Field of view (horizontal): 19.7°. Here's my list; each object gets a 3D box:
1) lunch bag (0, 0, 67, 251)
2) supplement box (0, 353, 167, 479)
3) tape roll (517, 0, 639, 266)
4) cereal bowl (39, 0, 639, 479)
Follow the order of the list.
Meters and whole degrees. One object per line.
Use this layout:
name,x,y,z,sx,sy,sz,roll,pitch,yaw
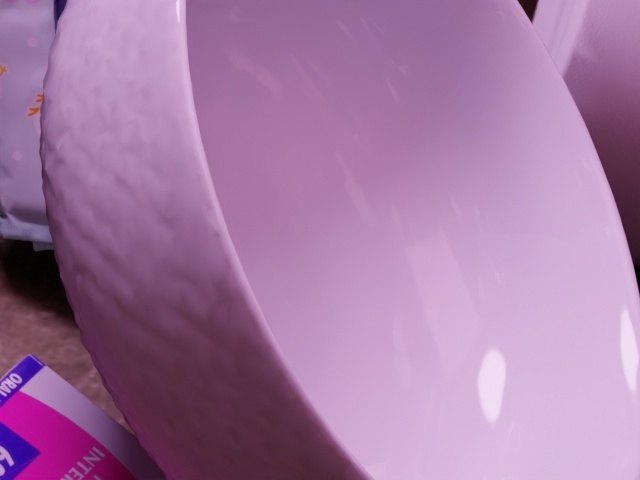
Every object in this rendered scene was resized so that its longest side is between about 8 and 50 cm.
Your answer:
lunch bag,-0.057,-0.121,0.962,0.262,0.223,0.160,-11,19,-30
supplement box,-0.084,0.171,0.762,0.220,0.114,0.111,38,42,6
tape roll,0.175,-0.112,1.077,0.169,0.246,0.246,13,45,-17
cereal bowl,0.000,0.000,0.797,0.339,0.141,0.339,34,44,-40
